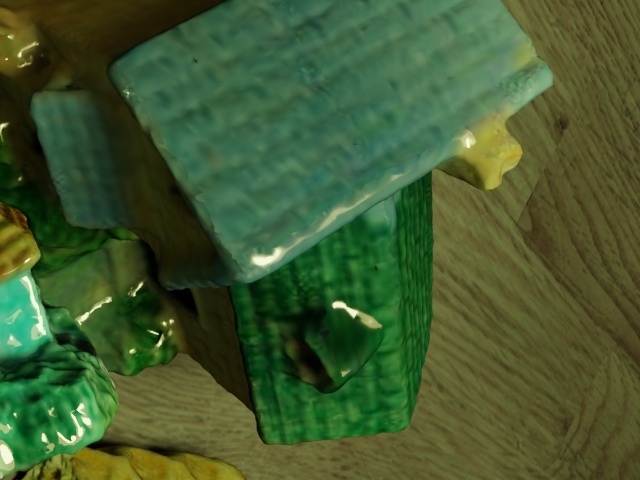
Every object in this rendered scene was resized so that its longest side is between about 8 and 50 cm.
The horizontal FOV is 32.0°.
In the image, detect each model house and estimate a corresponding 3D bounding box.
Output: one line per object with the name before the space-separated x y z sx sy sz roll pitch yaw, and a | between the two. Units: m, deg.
model house | -0.272 0.012 0.721 0.226 0.261 0.241 -15 104 -19
model house | -0.042 -0.030 0.864 0.334 0.343 0.382 -33 137 -27

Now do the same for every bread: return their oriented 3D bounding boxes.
bread | -0.166 0.279 1.083 0.268 0.130 0.152 18 84 -53
